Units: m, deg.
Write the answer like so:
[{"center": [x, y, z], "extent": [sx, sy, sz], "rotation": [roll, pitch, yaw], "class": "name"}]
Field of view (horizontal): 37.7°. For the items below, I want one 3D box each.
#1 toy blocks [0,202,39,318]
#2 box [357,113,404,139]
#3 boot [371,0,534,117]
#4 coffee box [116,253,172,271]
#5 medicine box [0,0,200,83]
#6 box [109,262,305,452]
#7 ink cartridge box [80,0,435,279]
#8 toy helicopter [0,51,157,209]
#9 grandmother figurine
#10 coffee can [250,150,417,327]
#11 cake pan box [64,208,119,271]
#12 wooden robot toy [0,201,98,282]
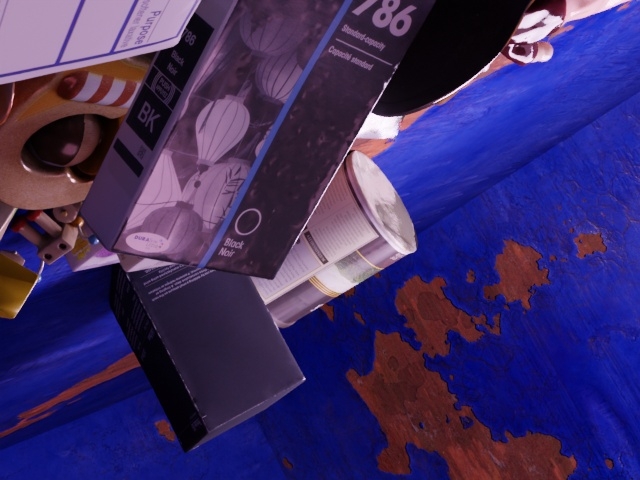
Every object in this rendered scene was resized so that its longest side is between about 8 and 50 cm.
[{"center": [-0.410, 0.105, 0.833], "extent": [0.261, 0.190, 0.382], "rotation": [-41, -159, 52], "class": "toy blocks"}, {"center": [0.035, -0.193, 0.849], "extent": [0.293, 0.057, 0.201], "rotation": [-10, 130, -63], "class": "box"}, {"center": [0.120, -0.187, 0.874], "extent": [0.264, 0.096, 0.280], "rotation": [-55, 177, -8], "class": "boot"}, {"center": [-0.122, -0.089, 0.972], "extent": [0.246, 0.141, 0.098], "rotation": [-34, 168, 27], "class": "coffee box"}, {"center": [-0.156, -0.179, 0.344], "extent": [0.289, 0.149, 0.263], "rotation": [-22, 169, -36], "class": "medicine box"}, {"center": [-0.206, 0.166, 1.583], "extent": [0.178, 0.313, 0.343], "rotation": [-25, 171, -20], "class": "box"}, {"center": [-0.029, -0.129, 0.675], "extent": [0.165, 0.065, 0.333], "rotation": [12, 113, -44], "class": "ink cartridge box"}, {"center": [-0.194, -0.132, 0.686], "extent": [0.234, 0.140, 0.355], "rotation": [-14, 155, -25], "class": "toy helicopter"}, {"center": [0.287, -0.301, 1.186], "extent": [0.342, 0.104, 0.208], "rotation": [-23, 142, -15], "class": "grandmother figurine"}, {"center": [0.000, 0.000, 1.627], "extent": [0.275, 0.202, 0.201], "rotation": [-32, 170, 20], "class": "coffee can"}, {"center": [-0.173, -0.059, 1.220], "extent": [0.245, 0.070, 0.266], "rotation": [-31, 171, 29], "class": "cake pan box"}, {"center": [-0.308, -0.023, 1.101], "extent": [0.173, 0.076, 0.079], "rotation": [-31, -154, 17], "class": "wooden robot toy"}]
